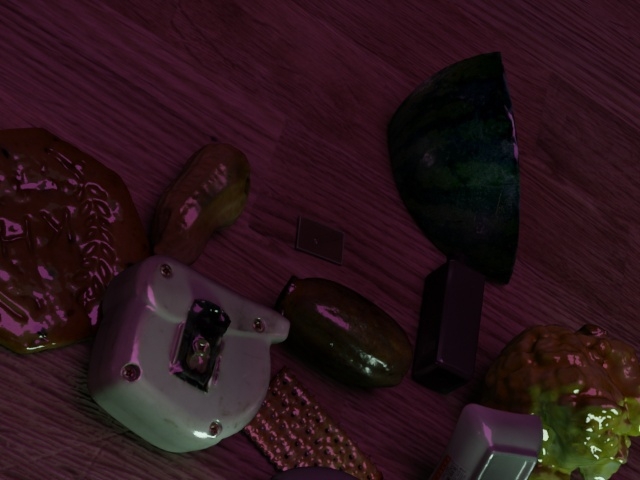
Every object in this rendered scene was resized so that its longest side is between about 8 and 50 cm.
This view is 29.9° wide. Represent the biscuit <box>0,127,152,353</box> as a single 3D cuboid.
[{"bbox_3d":[-0.405,-0.008,1.692,0.359,0.046,0.359,16,58,-27],"label":"biscuit"}]

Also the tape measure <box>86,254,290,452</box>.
[{"bbox_3d":[-0.182,0.157,1.672,0.258,0.130,0.265,32,52,-31],"label":"tape measure"}]

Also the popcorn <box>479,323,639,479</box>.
[{"bbox_3d":[0.396,0.270,1.938,0.293,0.293,0.237,54,30,4],"label":"popcorn"}]

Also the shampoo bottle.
[{"bbox_3d":[0.218,0.128,2.006,0.079,0.080,0.246,27,53,-21],"label":"shampoo bottle"}]

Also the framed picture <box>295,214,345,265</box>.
[{"bbox_3d":[0.000,0.000,1.981,0.089,0.006,0.066,20,55,-24],"label":"framed picture"}]

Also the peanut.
[{"bbox_3d":[-0.182,-0.051,1.824,0.110,0.120,0.236,16,54,16],"label":"peanut"}]

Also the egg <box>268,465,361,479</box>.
[{"bbox_3d":[0.004,0.390,1.671,0.198,0.146,0.146,28,52,-9],"label":"egg"}]

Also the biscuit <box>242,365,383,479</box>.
[{"bbox_3d":[-0.013,0.311,1.790,0.231,0.016,0.139,47,49,-3],"label":"biscuit"}]

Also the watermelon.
[{"bbox_3d":[0.233,-0.121,2.122,0.222,0.319,0.292,0,52,5],"label":"watermelon"}]

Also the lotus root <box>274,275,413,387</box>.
[{"bbox_3d":[0.036,0.144,1.845,0.241,0.124,0.123,30,43,-17],"label":"lotus root"}]

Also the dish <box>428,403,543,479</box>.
[{"bbox_3d":[0.247,0.357,1.807,0.151,0.212,0.077,13,24,-28],"label":"dish"}]
